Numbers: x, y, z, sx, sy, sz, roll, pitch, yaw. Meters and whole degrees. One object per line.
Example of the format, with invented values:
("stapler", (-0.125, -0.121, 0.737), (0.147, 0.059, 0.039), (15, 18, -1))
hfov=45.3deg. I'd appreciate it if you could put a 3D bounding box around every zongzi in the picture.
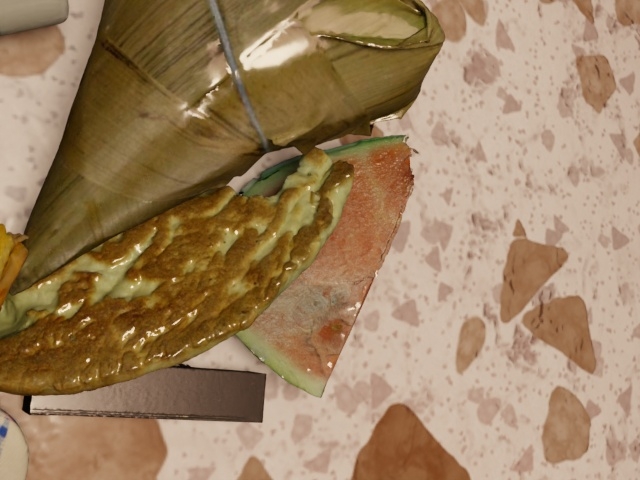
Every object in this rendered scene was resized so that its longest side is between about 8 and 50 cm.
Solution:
("zongzi", (-0.139, -0.168, 0.591), (0.360, 0.160, 0.323), (-32, 73, -7))

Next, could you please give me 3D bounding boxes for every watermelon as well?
("watermelon", (-0.017, 0.003, 0.684), (0.146, 0.128, 0.231), (22, 59, 3))

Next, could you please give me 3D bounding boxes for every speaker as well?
("speaker", (-0.140, 0.123, 0.630), (0.191, 0.040, 0.046), (9, 79, -27))

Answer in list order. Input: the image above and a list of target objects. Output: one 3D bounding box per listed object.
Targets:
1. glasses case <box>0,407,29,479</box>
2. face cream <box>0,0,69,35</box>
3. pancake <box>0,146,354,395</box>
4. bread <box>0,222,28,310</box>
("glasses case", (-0.298, 0.264, 0.511), (0.125, 0.076, 0.328), (21, 76, -22))
("face cream", (-0.339, -0.165, 0.526), (0.314, 0.089, 0.143), (-16, 94, -21))
("pancake", (-0.141, 0.020, 0.592), (0.376, 0.054, 0.197), (-19, 57, -14))
("bread", (-0.298, 0.070, 0.462), (0.185, 0.109, 0.381), (11, 71, 11))
